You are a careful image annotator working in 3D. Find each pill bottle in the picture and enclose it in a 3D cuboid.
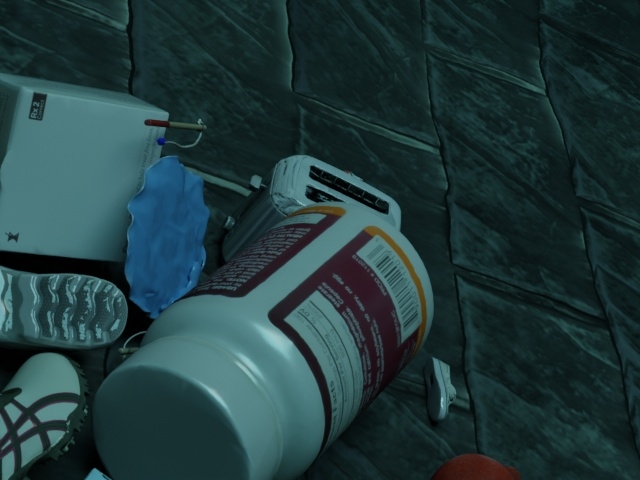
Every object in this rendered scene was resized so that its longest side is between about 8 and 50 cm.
[{"bbox_3d":[-0.056,0.129,1.746,0.224,0.224,0.392,41,37,8],"label":"pill bottle"}]

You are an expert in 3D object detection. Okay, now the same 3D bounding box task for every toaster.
[{"bbox_3d":[0.000,0.000,1.996,0.227,0.146,0.129,27,38,-12],"label":"toaster"}]

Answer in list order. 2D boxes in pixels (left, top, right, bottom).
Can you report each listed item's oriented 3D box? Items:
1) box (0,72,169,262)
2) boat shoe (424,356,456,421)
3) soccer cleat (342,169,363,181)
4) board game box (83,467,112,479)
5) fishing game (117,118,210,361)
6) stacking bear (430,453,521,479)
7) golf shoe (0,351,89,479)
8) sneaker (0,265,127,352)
[{"bbox_3d":[-0.286,-0.079,1.804,0.182,0.181,0.119,7,11,-33],"label":"box"},{"bbox_3d":[0.150,0.185,2.006,0.035,0.035,0.100,19,33,-17],"label":"boat shoe"},{"bbox_3d":[0.040,-0.063,2.198,0.035,0.029,0.083,22,34,-11],"label":"soccer cleat"},{"bbox_3d":[-0.215,0.344,1.337,0.144,0.275,0.142,36,36,2],"label":"board game box"},{"bbox_3d":[-0.175,-0.004,1.803,0.041,0.264,0.189,7,5,23],"label":"fishing game"},{"bbox_3d":[0.158,0.335,1.743,0.289,0.175,0.164,-73,144,-64],"label":"stacking bear"},{"bbox_3d":[-0.305,0.181,1.561,0.120,0.105,0.273,52,30,-23],"label":"golf shoe"},{"bbox_3d":[-0.343,0.075,1.699,0.281,0.115,0.105,14,70,-3],"label":"sneaker"}]
